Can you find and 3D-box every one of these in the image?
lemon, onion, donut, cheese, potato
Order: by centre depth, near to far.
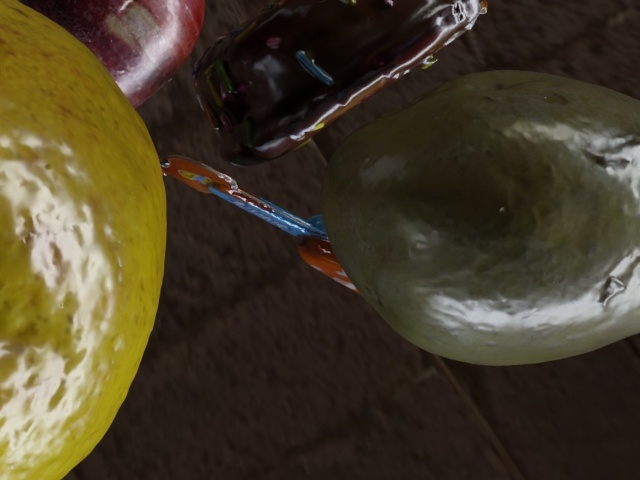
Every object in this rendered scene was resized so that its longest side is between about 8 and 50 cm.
[{"bbox_3d":[-0.132,-0.001,0.665,0.170,0.207,0.170,-2,116,-4],"label":"lemon"},{"bbox_3d":[0.115,-0.009,1.043,0.235,0.178,0.160,3,99,-12],"label":"potato"},{"bbox_3d":[-0.165,-0.166,1.245,0.159,0.159,0.195,-38,140,3],"label":"onion"},{"bbox_3d":[0.000,0.000,1.357,0.256,0.106,0.037,26,78,-14],"label":"cheese"},{"bbox_3d":[0.004,-0.141,1.380,0.216,0.230,0.096,-33,99,5],"label":"donut"}]
